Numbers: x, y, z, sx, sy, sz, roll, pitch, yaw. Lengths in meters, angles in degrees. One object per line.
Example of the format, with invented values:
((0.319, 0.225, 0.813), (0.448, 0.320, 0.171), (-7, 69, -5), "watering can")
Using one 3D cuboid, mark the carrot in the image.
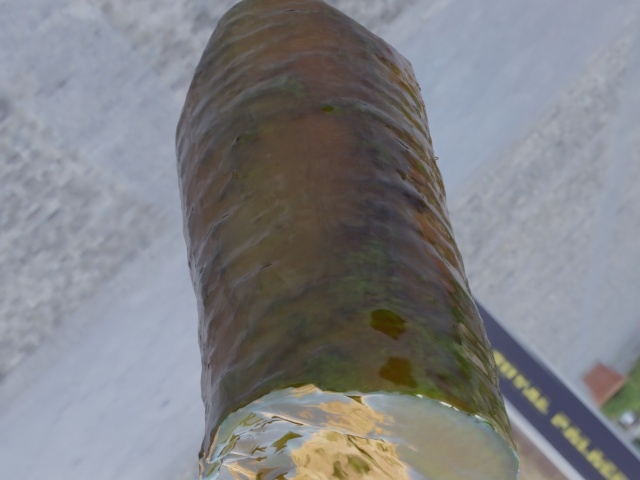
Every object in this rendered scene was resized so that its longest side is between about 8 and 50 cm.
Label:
((0.000, 0.000, 0.566), (0.114, 0.114, 0.302), (-50, -155, 24), "carrot")
